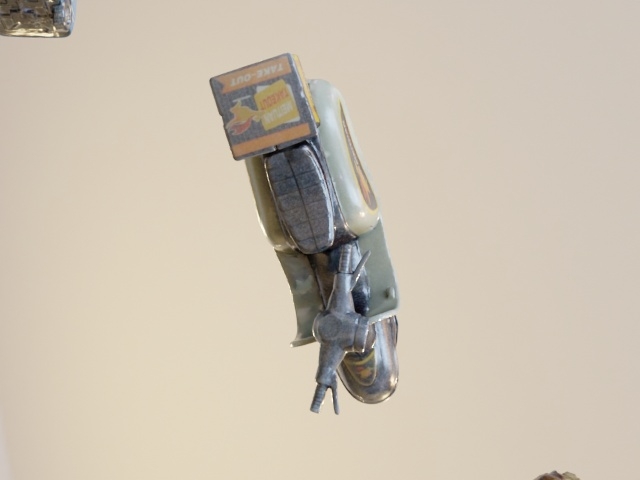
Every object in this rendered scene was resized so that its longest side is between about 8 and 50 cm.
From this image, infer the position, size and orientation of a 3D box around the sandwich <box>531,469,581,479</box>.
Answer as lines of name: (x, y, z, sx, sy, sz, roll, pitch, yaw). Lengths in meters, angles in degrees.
sandwich: (0.225, 0.348, 1.039, 0.288, 0.099, 0.254, 36, -58, 35)

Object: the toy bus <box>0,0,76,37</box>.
toy bus: (-0.124, -0.120, 0.559, 0.038, 0.083, 0.046, 2, -118, 3)

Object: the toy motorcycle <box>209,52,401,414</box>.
toy motorcycle: (0.000, 0.000, 0.982, 0.090, 0.157, 0.263, -17, -85, 10)
